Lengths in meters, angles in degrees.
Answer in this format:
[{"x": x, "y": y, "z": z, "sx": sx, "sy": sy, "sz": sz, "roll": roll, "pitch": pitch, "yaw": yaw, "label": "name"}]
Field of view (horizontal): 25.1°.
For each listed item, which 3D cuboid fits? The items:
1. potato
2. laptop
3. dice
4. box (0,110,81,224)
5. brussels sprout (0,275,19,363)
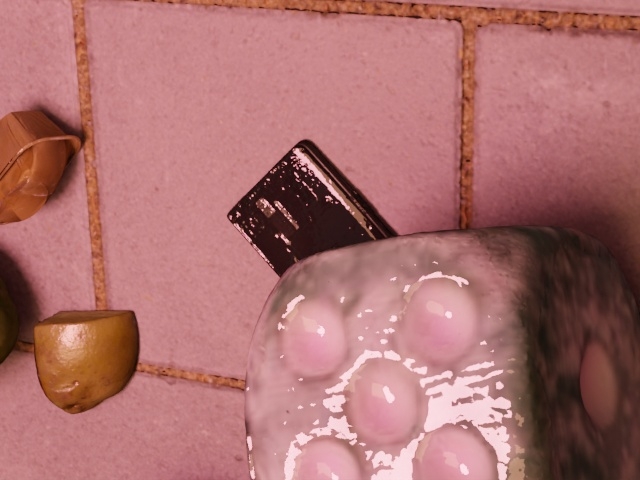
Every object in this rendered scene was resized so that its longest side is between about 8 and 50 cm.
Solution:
[{"x": -0.300, "y": 0.168, "z": 1.888, "sx": 0.120, "sy": 0.081, "sz": 0.149, "roll": -4, "pitch": 108, "yaw": 28, "label": "potato"}, {"x": 0.000, "y": 0.000, "z": 1.717, "sx": 0.207, "sy": 0.026, "sz": 0.154, "roll": 48, "pitch": 122, "yaw": 1, "label": "laptop"}, {"x": 0.137, "y": 0.170, "z": 1.494, "sx": 0.348, "sy": 0.328, "sz": 0.331, "roll": -12, "pitch": 79, "yaw": 32, "label": "dice"}, {"x": -0.380, "y": -0.085, "z": 1.816, "sx": 0.111, "sy": 0.111, "sz": 0.177, "roll": 46, "pitch": 121, "yaw": 2, "label": "box"}, {"x": -0.539, "y": 0.102, "z": 1.900, "sx": 0.271, "sy": 0.219, "sz": 0.210, "roll": 9, "pitch": 124, "yaw": 43, "label": "brussels sprout"}]
